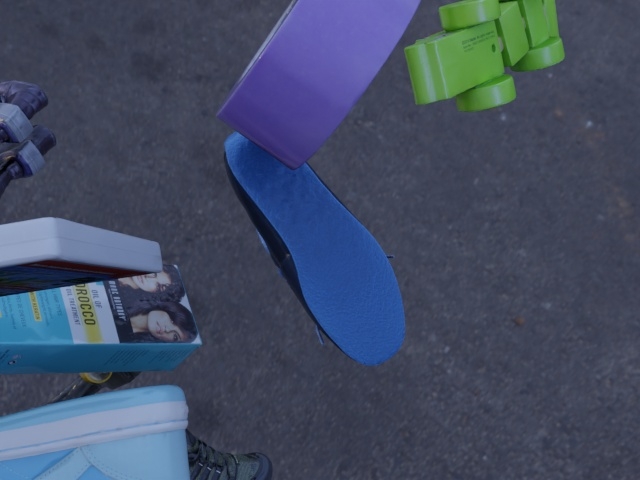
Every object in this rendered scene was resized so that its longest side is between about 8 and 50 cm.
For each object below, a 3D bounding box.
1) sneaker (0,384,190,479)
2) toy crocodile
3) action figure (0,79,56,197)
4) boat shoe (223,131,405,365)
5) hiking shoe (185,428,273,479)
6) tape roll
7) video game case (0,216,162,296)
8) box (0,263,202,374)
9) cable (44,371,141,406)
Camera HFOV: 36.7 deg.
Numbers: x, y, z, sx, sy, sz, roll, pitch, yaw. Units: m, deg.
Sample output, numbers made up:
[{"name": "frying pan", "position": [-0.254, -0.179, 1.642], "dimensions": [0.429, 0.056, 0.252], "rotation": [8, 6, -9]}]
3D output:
[{"name": "sneaker", "position": [-0.251, 0.252, 0.799], "dimensions": [0.319, 0.127, 0.208], "rotation": [-14, 81, 1]}, {"name": "toy crocodile", "position": [0.187, -0.226, 1.086], "dimensions": [0.105, 0.115, 0.340], "rotation": [-2, 24, 39]}, {"name": "action figure", "position": [-0.370, -0.038, 0.989], "dimensions": [0.099, 0.185, 0.285], "rotation": [3, 45, 20]}, {"name": "boat shoe", "position": [0.000, 0.000, 0.936], "dimensions": [0.109, 0.089, 0.258], "rotation": [-27, 89, -10]}, {"name": "hiking shoe", "position": [-0.164, 0.306, 1.292], "dimensions": [0.227, 0.114, 0.086], "rotation": [-5, 28, -28]}, {"name": "tape roll", "position": [-0.001, -0.157, 0.790], "dimensions": [0.080, 0.189, 0.189], "rotation": [34, 48, -11]}, {"name": "video game case", "position": [-0.267, 0.027, 0.618], "dimensions": [0.285, 0.204, 0.025], "rotation": [-8, 85, 6]}, {"name": "box", "position": [-0.240, 0.073, 0.943], "dimensions": [0.244, 0.060, 0.100], "rotation": [5, 54, -45]}, {"name": "cable", "position": [-0.273, 0.146, 1.186], "dimensions": [0.072, 0.287, 0.139], "rotation": [48, 51, -12]}]
